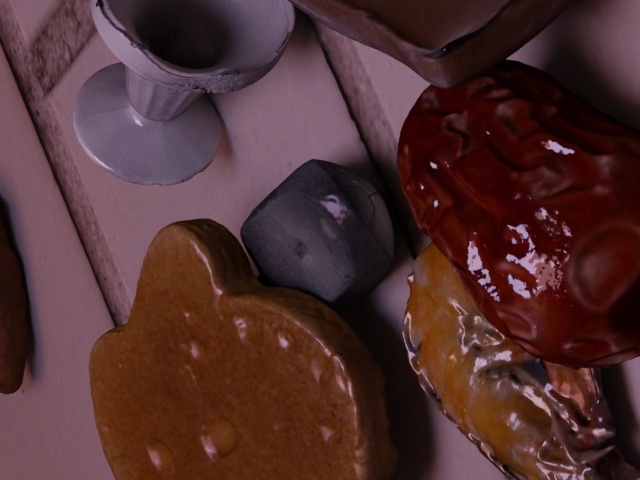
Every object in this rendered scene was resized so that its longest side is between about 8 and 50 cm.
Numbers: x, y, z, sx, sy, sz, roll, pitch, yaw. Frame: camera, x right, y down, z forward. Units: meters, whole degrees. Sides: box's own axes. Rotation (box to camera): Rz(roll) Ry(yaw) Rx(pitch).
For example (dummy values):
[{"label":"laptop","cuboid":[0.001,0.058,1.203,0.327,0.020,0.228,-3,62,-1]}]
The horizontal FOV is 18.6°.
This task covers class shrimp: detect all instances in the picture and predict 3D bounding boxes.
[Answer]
[{"label":"shrimp","cuboid":[0.161,0.105,1.360,0.317,0.062,0.164,49,137,36]}]

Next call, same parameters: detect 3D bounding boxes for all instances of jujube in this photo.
[{"label":"jujube","cuboid":[0.145,-0.023,1.254,0.230,0.155,0.155,51,142,43]}]

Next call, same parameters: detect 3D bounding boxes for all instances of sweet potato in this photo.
[{"label":"sweet potato","cuboid":[-0.360,0.046,2.072,0.097,0.097,0.251,0,108,56]}]

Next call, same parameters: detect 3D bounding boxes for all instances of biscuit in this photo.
[{"label":"biscuit","cuboid":[-0.075,0.121,1.613,0.344,0.057,0.287,-16,93,47]}]

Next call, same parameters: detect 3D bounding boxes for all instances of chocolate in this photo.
[{"label":"chocolate","cuboid":[0.069,-0.179,1.312,0.261,0.161,0.083,39,161,47]}]

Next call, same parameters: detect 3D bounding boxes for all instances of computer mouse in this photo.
[{"label":"computer mouse","cuboid":[0.005,-0.003,1.536,0.113,0.068,0.229,54,157,2]}]

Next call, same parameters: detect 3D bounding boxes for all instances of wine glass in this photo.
[{"label":"wine glass","cuboid":[-0.121,-0.149,1.584,0.165,0.165,0.196,61,152,18]}]
